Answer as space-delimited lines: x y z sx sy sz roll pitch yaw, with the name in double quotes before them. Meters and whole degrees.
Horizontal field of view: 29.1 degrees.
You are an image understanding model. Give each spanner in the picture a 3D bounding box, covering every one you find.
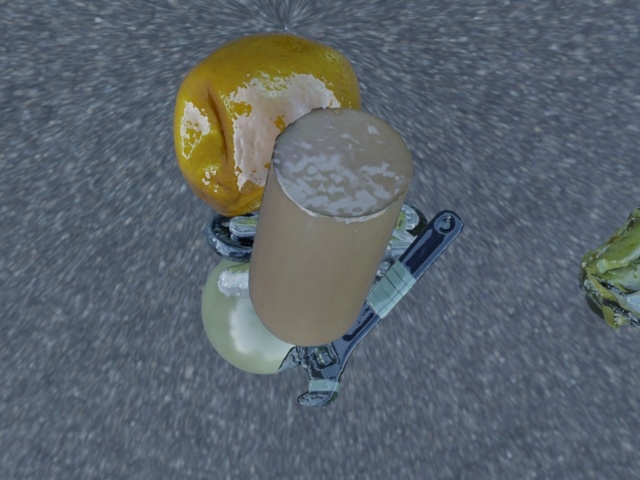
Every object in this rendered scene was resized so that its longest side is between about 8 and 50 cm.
"spanner" 0.067 0.080 1.579 0.087 0.024 0.316 40 87 24

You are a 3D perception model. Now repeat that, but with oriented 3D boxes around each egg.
"egg" -0.094 0.106 1.925 0.185 0.242 0.186 -8 120 -15

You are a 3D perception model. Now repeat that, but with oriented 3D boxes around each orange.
"orange" -0.061 -0.150 1.466 0.249 0.249 0.183 -30 87 4

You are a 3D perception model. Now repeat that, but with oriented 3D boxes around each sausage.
"sausage" 0.000 0.000 1.137 0.123 0.253 0.123 5 56 -7

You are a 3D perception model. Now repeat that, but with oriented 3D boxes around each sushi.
"sushi" 0.423 0.040 1.648 0.139 0.291 0.131 -44 67 -1

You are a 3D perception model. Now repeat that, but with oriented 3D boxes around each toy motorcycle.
"toy motorcycle" 0.015 0.025 1.697 0.340 0.223 0.108 -2 134 -21
